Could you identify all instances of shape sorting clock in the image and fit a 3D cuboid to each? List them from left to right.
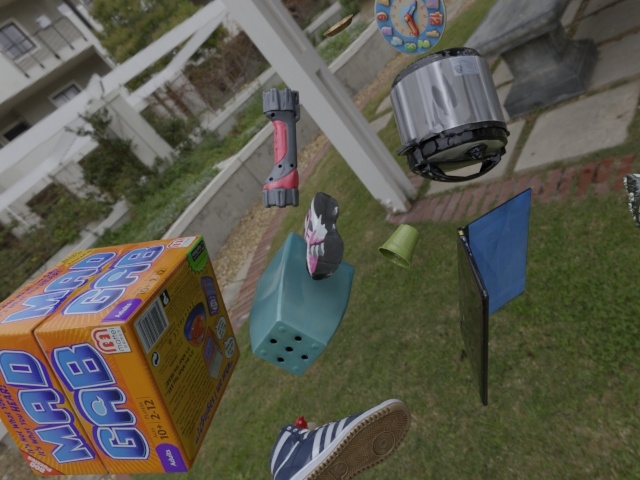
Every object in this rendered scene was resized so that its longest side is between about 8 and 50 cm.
[{"bbox_3d":[0.231,-0.587,1.166,0.206,0.206,0.040,-12,34,50],"label":"shape sorting clock"}]

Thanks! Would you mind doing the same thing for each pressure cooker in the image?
[{"bbox_3d":[0.457,-0.411,1.594,0.369,0.421,0.375,-18,-10,25],"label":"pressure cooker"}]

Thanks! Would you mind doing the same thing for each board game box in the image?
[{"bbox_3d":[-0.433,0.238,0.980,0.356,0.356,0.356,-7,23,11],"label":"board game box"}]

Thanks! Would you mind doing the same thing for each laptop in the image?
[{"bbox_3d":[0.492,0.137,1.172,0.236,0.382,0.408,-9,34,9],"label":"laptop"}]

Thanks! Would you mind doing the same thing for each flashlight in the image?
[{"bbox_3d":[-0.110,-0.238,1.172,0.103,0.304,0.103,-2,3,32],"label":"flashlight"}]

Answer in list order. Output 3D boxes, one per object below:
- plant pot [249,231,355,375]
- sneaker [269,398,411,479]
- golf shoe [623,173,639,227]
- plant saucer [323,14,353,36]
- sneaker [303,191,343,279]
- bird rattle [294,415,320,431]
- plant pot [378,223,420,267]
[{"bbox_3d":[-0.046,0.136,0.898,0.165,0.165,0.234,-54,12,29],"label":"plant pot"},{"bbox_3d":[0.025,0.372,0.830,0.282,0.099,0.153,-35,18,-13],"label":"sneaker"},{"bbox_3d":[0.841,-0.111,1.119,0.120,0.272,0.105,-12,72,39],"label":"golf shoe"},{"bbox_3d":[0.046,-0.516,1.078,0.083,0.015,0.083,-29,27,16],"label":"plant saucer"},{"bbox_3d":[0.000,0.000,0.859,0.077,0.072,0.178,129,153,-53],"label":"sneaker"},{"bbox_3d":[-0.038,0.559,1.143,0.143,0.254,0.207,-9,7,10],"label":"bird rattle"},{"bbox_3d":[0.187,0.008,1.020,0.079,0.083,0.083,-58,26,-14],"label":"plant pot"}]
